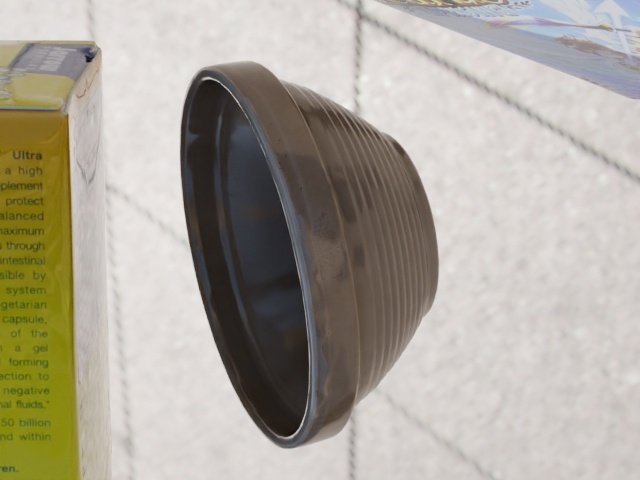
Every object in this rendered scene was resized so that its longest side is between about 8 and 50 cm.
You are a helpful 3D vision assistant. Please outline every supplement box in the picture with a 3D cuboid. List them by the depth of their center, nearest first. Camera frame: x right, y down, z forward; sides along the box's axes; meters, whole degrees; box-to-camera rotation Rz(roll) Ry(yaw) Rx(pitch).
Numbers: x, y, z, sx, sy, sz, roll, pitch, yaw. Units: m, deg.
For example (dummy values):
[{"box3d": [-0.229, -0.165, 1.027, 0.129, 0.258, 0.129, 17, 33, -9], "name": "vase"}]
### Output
[{"box3d": [-0.243, 0.061, 1.282, 0.194, 0.195, 0.356, -89, 0, -73], "name": "supplement box"}]

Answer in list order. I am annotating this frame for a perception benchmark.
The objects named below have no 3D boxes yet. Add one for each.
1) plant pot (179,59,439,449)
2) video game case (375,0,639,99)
[{"box3d": [0.000, 0.000, 1.204, 0.237, 0.109, 0.237, 166, 90, -72], "name": "plant pot"}, {"box3d": [0.139, -0.126, 0.940, 0.269, 0.244, 0.061, 10, 82, 62], "name": "video game case"}]
